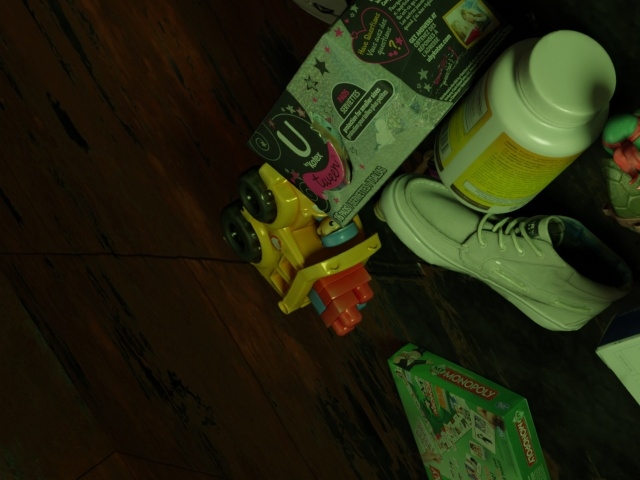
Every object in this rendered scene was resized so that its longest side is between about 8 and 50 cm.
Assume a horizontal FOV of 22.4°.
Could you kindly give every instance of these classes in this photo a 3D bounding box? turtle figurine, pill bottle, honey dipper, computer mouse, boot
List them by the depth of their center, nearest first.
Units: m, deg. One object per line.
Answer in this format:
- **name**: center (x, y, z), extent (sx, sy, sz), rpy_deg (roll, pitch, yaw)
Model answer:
- **turtle figurine**: center (0.298, -0.052, 1.399), extent (0.234, 0.118, 0.175), rpy_deg (60, 176, -36)
- **pill bottle**: center (0.193, -0.113, 1.514), extent (0.117, 0.117, 0.215), rpy_deg (50, 155, 5)
- **boot**: center (0.194, -0.007, 1.639), extent (0.258, 0.095, 0.123), rpy_deg (30, 148, -12)
- **computer mouse**: center (-0.002, -0.261, 1.740), extent (0.193, 0.042, 0.106), rpy_deg (46, 155, 13)
- **honey dipper**: center (0.102, -0.064, 1.841), extent (0.030, 0.030, 0.160), rpy_deg (50, 152, 5)

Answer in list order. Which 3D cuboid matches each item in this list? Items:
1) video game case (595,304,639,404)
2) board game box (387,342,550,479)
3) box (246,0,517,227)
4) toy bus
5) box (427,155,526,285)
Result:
- **video game case**: center (0.416, 0.131, 1.387), extent (0.269, 0.061, 0.244), rpy_deg (-24, 110, 44)
- **board game box**: center (0.211, 0.296, 2.100), extent (0.213, 0.046, 0.317), rpy_deg (24, 143, 47)
- **box**: center (0.053, -0.151, 1.608), extent (0.142, 0.163, 0.247), rpy_deg (41, 150, 0)
- **toy bus**: center (0.000, 0.000, 1.915), extent (0.211, 0.149, 0.220), rpy_deg (58, 155, 15)
- **box**: center (0.182, -0.014, 1.767), extent (0.116, 0.029, 0.162), rpy_deg (24, 142, 45)
